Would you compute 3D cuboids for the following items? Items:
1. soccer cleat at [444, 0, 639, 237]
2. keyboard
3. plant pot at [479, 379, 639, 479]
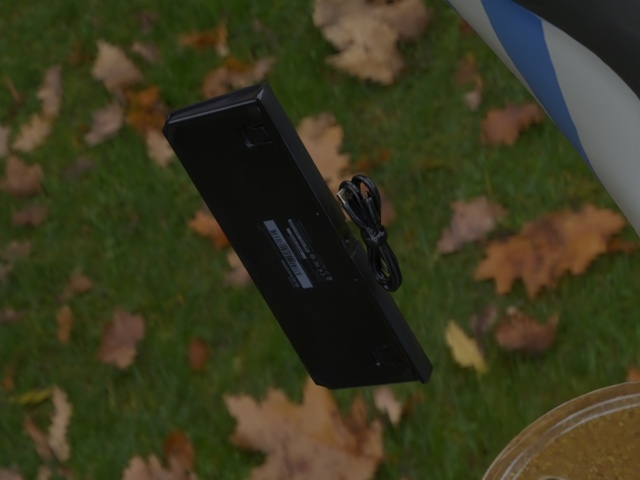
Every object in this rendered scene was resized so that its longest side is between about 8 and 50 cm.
[{"bbox_3d":[0.110,-0.050,0.451,0.116,0.331,0.143,-34,14,22],"label":"soccer cleat"},{"bbox_3d":[0.000,0.000,0.955,0.108,0.180,0.023,-10,29,44],"label":"keyboard"},{"bbox_3d":[0.117,0.164,0.601,0.237,0.254,0.237,-7,47,7],"label":"plant pot"}]
